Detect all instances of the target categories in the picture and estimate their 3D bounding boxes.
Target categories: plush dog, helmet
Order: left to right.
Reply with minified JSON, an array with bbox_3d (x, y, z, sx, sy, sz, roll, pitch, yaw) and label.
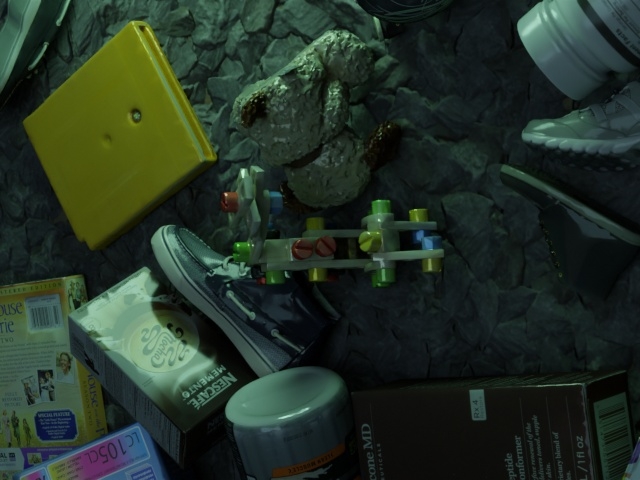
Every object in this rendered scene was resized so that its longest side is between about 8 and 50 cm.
[{"bbox_3d":[-0.011,-0.152,1.715,0.262,0.211,0.225,-30,106,31],"label":"plush dog"},{"bbox_3d":[0.124,-0.388,1.606,0.169,0.169,0.162,-9,71,31],"label":"helmet"}]

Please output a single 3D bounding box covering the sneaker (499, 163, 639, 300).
[{"bbox_3d":[0.323,-0.013,1.569,0.222,0.083,0.118,34,111,23],"label":"sneaker"}]

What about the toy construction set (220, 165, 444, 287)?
[{"bbox_3d":[0.000,0.000,1.657,0.215,0.327,0.151,164,118,-70],"label":"toy construction set"}]

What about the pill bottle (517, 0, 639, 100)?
[{"bbox_3d":[0.403,-0.317,1.449,0.283,0.161,0.161,-38,75,28],"label":"pill bottle"}]

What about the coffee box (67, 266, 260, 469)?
[{"bbox_3d":[-0.255,0.203,1.861,0.297,0.168,0.119,40,145,24],"label":"coffee box"}]

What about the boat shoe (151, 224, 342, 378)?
[{"bbox_3d":[-0.113,0.065,1.825,0.340,0.127,0.158,46,111,9],"label":"boat shoe"}]

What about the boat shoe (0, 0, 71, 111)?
[{"bbox_3d":[-0.533,-0.345,2.046,0.302,0.091,0.114,-56,48,25],"label":"boat shoe"}]

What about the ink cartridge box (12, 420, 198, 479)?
[{"bbox_3d":[-0.313,0.523,1.919,0.270,0.151,0.396,-25,83,9],"label":"ink cartridge box"}]

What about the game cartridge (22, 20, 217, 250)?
[{"bbox_3d":[-0.356,-0.174,1.985,0.323,0.052,0.285,-34,77,31],"label":"game cartridge"}]

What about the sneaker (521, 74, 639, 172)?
[{"bbox_3d":[0.408,-0.159,1.513,0.281,0.105,0.115,-1,77,26],"label":"sneaker"}]

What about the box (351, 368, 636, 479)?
[{"bbox_3d":[0.237,0.286,1.588,0.381,0.143,0.191,-10,86,40],"label":"box"}]

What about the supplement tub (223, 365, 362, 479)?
[{"bbox_3d":[-0.017,0.367,1.718,0.193,0.193,0.316,-6,110,31],"label":"supplement tub"}]

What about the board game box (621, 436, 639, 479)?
[{"bbox_3d":[0.468,0.301,1.399,0.144,0.275,0.142,26,107,26],"label":"board game box"}]

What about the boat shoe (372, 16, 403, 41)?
[{"bbox_3d":[0.089,-0.363,1.703,0.042,0.049,0.133,-18,77,3],"label":"boat shoe"}]

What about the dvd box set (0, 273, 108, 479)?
[{"bbox_3d":[-0.538,0.286,2.125,0.307,0.062,0.421,-9,90,31],"label":"dvd box set"}]
